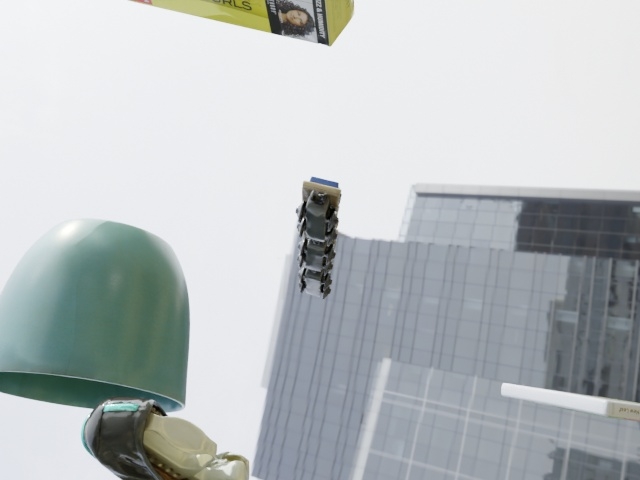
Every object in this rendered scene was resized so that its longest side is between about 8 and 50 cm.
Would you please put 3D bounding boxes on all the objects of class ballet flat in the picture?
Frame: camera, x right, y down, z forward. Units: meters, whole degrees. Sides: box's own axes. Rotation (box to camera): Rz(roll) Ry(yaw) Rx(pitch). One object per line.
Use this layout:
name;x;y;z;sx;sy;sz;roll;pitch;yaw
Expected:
ballet flat;-0.143;0.264;0.718;0.280;0.096;0.095;53;-155;-38

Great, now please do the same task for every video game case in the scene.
video game case;0.406;0.239;0.932;0.193;0.212;0.023;12;-100;-20

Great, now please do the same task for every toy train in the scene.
toy train;0.000;0.000;0.440;0.158;0.027;0.036;93;-166;-66

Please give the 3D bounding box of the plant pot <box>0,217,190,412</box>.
plant pot;-0.323;0.109;0.940;0.293;0.292;0.235;41;-131;-53

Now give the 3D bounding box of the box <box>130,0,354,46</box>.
box;-0.085;-0.251;0.591;0.058;0.232;0.087;-58;-22;-31
